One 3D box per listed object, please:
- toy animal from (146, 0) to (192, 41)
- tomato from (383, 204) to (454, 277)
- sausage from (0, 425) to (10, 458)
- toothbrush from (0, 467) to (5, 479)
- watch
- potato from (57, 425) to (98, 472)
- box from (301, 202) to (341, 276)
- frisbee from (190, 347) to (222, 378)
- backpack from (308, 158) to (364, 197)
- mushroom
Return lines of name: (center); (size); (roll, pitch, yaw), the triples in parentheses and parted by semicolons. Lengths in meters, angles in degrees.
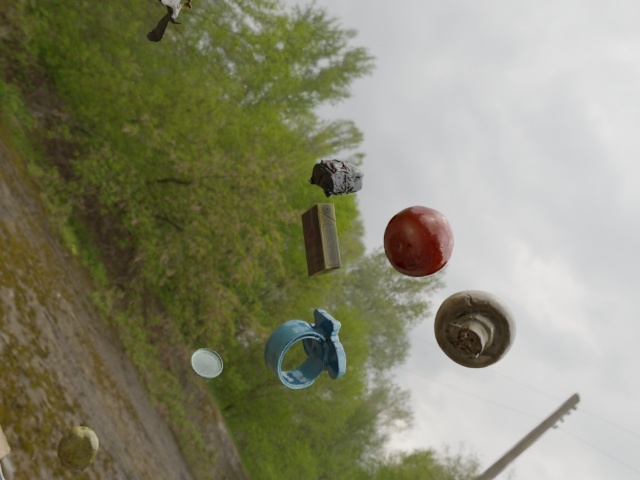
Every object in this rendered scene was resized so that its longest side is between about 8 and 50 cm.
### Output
toy animal: (-0.547, -0.864, 2.058); (0.197, 0.160, 0.273); (33, -32, 23)
tomato: (0.245, 0.004, 1.428); (0.195, 0.135, 0.195); (23, -61, 52)
sausage: (-0.623, 0.249, 0.972); (0.065, 0.065, 0.302); (-178, -109, -72)
toothbrush: (-0.857, 0.492, 1.436); (0.029, 0.024, 0.354); (21, 39, -62)
watch: (-0.051, 0.299, 1.537); (0.211, 0.193, 0.211); (24, -62, 57)
potato: (-0.585, 0.503, 1.341); (0.091, 0.070, 0.138); (27, -54, -4)
box: (0.000, 0.000, 2.014); (0.159, 0.071, 0.240); (150, -64, -64)
frisbee: (-0.375, 0.404, 1.833); (0.110, 0.110, 0.014); (53, -49, 22)
backpack: (0.060, -0.203, 1.767); (0.120, 0.165, 0.106); (40, -50, 40)
mushroom: (0.430, 0.248, 1.562); (0.227, 0.226, 0.178); (57, 19, 8)
